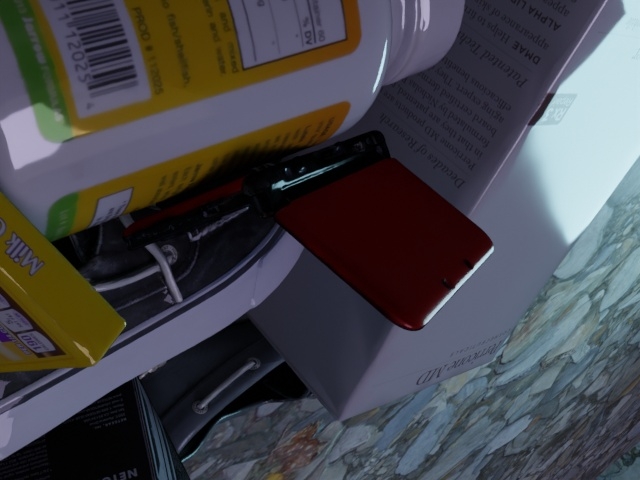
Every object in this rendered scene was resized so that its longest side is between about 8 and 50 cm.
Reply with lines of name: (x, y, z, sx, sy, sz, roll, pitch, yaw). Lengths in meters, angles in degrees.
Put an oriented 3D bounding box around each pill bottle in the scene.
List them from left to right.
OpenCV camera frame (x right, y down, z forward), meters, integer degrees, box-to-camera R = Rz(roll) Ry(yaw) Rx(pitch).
pill bottle: (-0.055, -0.097, 0.393, 0.246, 0.136, 0.136, -24, 144, -31)

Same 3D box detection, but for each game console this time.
game console: (0.000, 0.000, 0.421, 0.124, 0.085, 0.144, -19, -175, 28)

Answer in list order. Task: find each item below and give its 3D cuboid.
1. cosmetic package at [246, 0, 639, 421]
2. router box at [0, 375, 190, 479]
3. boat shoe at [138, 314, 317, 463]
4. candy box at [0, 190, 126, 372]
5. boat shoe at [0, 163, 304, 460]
cosmetic package: (0.111, -0.075, 0.601, 0.217, 0.156, 0.385, -11, 136, -46)
router box: (-0.230, 0.206, 0.527, 0.309, 0.081, 0.243, -17, 145, -7)
boat shoe: (-0.030, 0.108, 0.716, 0.319, 0.099, 0.116, -8, 135, -45)
candy box: (-0.168, -0.027, 0.297, 0.206, 0.105, 0.027, 53, 49, -29)
boat shoe: (-0.124, 0.007, 0.472, 0.306, 0.113, 0.105, -30, 127, -34)
